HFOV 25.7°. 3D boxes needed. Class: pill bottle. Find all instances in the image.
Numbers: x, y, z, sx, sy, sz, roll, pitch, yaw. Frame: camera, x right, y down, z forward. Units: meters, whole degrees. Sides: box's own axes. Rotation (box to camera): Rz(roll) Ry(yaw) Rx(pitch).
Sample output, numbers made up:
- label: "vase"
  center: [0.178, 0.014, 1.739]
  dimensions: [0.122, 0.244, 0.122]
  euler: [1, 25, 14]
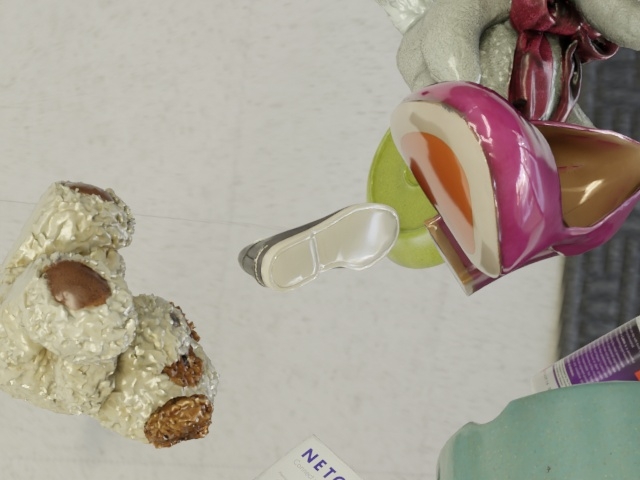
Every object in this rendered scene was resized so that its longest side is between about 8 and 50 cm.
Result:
- label: "pill bottle"
  center: [0.324, 0.141, 1.441]
  dimensions: [0.193, 0.108, 0.108]
  euler: [-32, 106, 17]

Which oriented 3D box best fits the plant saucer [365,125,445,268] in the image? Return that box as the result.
- label: "plant saucer"
  center: [0.131, -0.085, 1.640]
  dimensions: [0.037, 0.241, 0.241]
  euler: [25, 84, -37]

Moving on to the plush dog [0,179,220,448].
- label: "plush dog"
  center: [-0.192, 0.102, 1.243]
  dimensions: [0.225, 0.262, 0.210]
  euler: [32, 106, -20]

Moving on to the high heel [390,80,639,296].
- label: "high heel"
  center: [0.151, -0.061, 0.908]
  dimensions: [0.181, 0.377, 0.127]
  euler: [-31, 81, 0]

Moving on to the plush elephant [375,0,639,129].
- label: "plush elephant"
  center: [0.213, -0.196, 1.283]
  dimensions: [0.255, 0.330, 0.272]
  euler: [-41, 145, 23]

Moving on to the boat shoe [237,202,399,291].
- label: "boat shoe"
  center: [0.000, 0.000, 1.496]
  dimensions: [0.206, 0.065, 0.075]
  euler: [-20, 115, -41]

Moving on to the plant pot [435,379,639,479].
- label: "plant pot"
  center: [0.222, 0.306, 1.036]
  dimensions: [0.341, 0.341, 0.334]
  euler: [11, 54, -20]

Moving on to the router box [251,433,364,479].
- label: "router box"
  center: [-0.014, 0.407, 1.487]
  dimensions: [0.301, 0.335, 0.082]
  euler: [-36, 139, -20]
